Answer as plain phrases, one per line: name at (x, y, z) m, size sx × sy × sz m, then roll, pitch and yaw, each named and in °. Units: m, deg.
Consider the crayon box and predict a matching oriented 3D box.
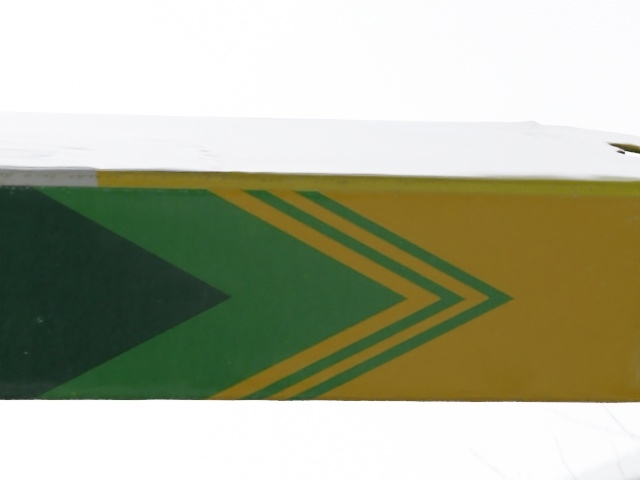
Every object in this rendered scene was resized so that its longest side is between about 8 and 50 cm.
crayon box at (0.000, 0.000, 0.659) m, size 0.318 × 0.202 × 0.081 m, roll 1°, pitch -80°, yaw -6°
